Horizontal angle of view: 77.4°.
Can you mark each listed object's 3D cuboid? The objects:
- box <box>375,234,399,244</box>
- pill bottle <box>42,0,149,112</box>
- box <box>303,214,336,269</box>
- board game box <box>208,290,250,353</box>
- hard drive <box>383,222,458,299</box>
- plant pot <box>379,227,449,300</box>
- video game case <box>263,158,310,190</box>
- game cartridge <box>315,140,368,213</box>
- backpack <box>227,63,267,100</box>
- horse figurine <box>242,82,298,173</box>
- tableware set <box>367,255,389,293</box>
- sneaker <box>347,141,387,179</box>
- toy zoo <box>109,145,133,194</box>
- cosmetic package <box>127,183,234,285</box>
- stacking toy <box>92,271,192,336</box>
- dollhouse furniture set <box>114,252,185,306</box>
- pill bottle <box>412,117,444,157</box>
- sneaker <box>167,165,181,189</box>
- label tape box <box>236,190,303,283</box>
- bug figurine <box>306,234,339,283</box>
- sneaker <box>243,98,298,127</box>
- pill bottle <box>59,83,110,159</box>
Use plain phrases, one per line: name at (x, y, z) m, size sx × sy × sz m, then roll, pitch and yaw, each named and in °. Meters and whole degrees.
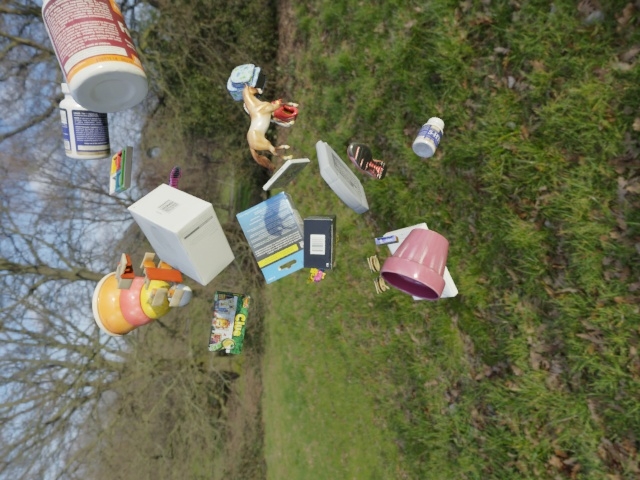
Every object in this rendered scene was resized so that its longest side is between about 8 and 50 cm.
box at (0.272, 0.000, 1.626) m, size 0.136 × 0.081 × 0.028 m, roll 7°, pitch -108°, yaw -73°
pill bottle at (-0.706, -0.623, 1.237) m, size 0.224 × 0.224 × 0.391 m, roll -35°, pitch 76°, yaw 59°
box at (0.000, 0.000, 1.277) m, size 0.158 × 0.093 × 0.155 m, roll -51°, pitch -38°, yaw -79°
board game box at (-0.365, 0.330, 1.592) m, size 0.030 × 0.136 × 0.259 m, roll -114°, pitch 33°, yaw -70°
hard drive at (0.455, 0.106, 1.839) m, size 0.233 × 0.047 × 0.352 m, roll -17°, pitch 103°, yaw 51°
plant pot at (0.316, 0.068, 1.275) m, size 0.180 × 0.202 × 0.201 m, roll -63°, pitch 19°, yaw -15°
video game case at (-0.172, -0.341, 2.058) m, size 0.206 × 0.026 × 0.227 m, roll -41°, pitch -5°, yaw 26°
game cartridge at (0.086, -0.236, 1.558) m, size 0.060 × 0.294 × 0.195 m, roll -32°, pitch 44°, yaw 19°
backpack at (-0.250, -0.521, 1.315) m, size 0.115 × 0.084 × 0.104 m, roll -3°, pitch 62°, yaw 23°
horse figurine at (-0.168, -0.348, 1.255) m, size 0.066 × 0.175 × 0.262 m, roll -170°, pitch 87°, yaw -66°
tableware set at (0.301, 0.171, 2.040) m, size 0.039 × 0.128 × 0.193 m, roll -17°, pitch 86°, yaw 23°
sneaker at (0.209, -0.396, 2.042) m, size 0.136 × 0.314 × 0.115 m, roll 15°, pitch 81°, yaw 42°
toy zoo at (-0.948, -0.320, 1.884) m, size 0.293 × 0.030 × 0.192 m, roll -4°, pitch 82°, yaw 49°
cosmetic package at (-0.404, -0.019, 1.184) m, size 0.224 × 0.138 × 0.224 m, roll 23°, pitch 142°, yaw 30°
stacking toy at (-0.899, 0.320, 2.122) m, size 0.351 × 0.481 × 0.349 m, roll -7°, pitch -90°, yaw -79°
dollhouse furniture set at (-0.723, 0.143, 1.711) m, size 0.262 × 0.259 × 0.135 m, roll 50°, pitch 119°, yaw 42°
pill bottle at (0.537, -0.511, 1.966) m, size 0.186 × 0.112 × 0.112 m, roll -61°, pitch 16°, yaw -23°
sneaker at (-0.623, -0.261, 1.687) m, size 0.057 × 0.047 × 0.119 m, roll 35°, pitch 110°, yaw 45°
label tape box at (-0.184, -0.012, 1.752) m, size 0.333 × 0.241 × 0.106 m, roll 65°, pitch -172°, yaw 4°
bug figurine at (0.011, 0.101, 1.972) m, size 0.216 × 0.072 × 0.278 m, roll -60°, pitch -10°, yaw -61°
sneaker at (-0.238, -0.653, 1.968) m, size 0.118 × 0.279 × 0.107 m, roll -42°, pitch 53°, yaw 48°
pill bottle at (-0.882, -0.445, 1.498) m, size 0.153 × 0.154 × 0.264 m, roll -131°, pitch 43°, yaw -62°
